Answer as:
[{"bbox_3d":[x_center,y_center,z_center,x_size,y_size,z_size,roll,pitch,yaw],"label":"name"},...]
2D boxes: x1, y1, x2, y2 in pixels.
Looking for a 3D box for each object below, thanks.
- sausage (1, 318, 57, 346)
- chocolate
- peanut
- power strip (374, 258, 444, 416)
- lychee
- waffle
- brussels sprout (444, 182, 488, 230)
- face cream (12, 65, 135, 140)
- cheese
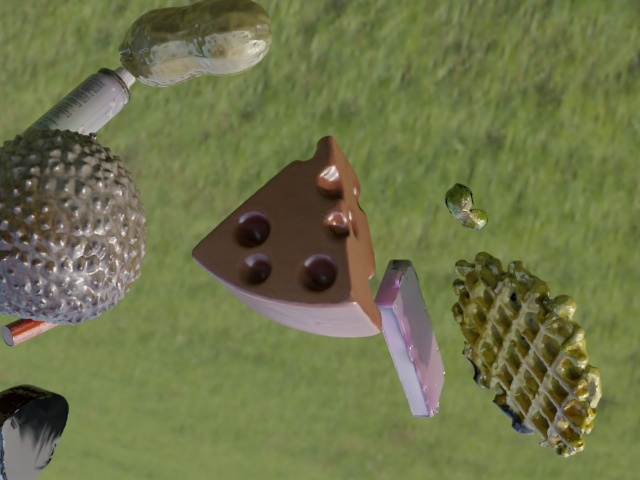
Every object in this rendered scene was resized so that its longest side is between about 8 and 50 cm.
[{"bbox_3d":[-0.407,0.117,2.008,0.129,0.034,0.034,-25,-165,-37],"label":"sausage"},{"bbox_3d":[-0.430,0.265,1.881,0.080,0.148,0.125,17,170,32],"label":"chocolate"},{"bbox_3d":[-0.193,-0.307,2.098,0.290,0.130,0.130,-4,157,33],"label":"peanut"},{"bbox_3d":[0.143,0.155,2.134,0.038,0.109,0.279,-1,131,23],"label":"power strip"},{"bbox_3d":[-0.388,-0.019,1.911,0.300,0.300,0.300,15,166,4],"label":"lychee"},{"bbox_3d":[0.300,0.166,2.031,0.060,0.307,0.312,-21,-153,-25],"label":"waffle"},{"bbox_3d":[0.229,-0.049,2.122,0.083,0.051,0.046,48,142,-11],"label":"brussels sprout"},{"bbox_3d":[-0.377,-0.193,2.117,0.075,0.229,0.075,32,150,21],"label":"face cream"},{"bbox_3d":[0.000,0.026,1.477,0.177,0.203,0.128,49,177,26],"label":"cheese"}]
